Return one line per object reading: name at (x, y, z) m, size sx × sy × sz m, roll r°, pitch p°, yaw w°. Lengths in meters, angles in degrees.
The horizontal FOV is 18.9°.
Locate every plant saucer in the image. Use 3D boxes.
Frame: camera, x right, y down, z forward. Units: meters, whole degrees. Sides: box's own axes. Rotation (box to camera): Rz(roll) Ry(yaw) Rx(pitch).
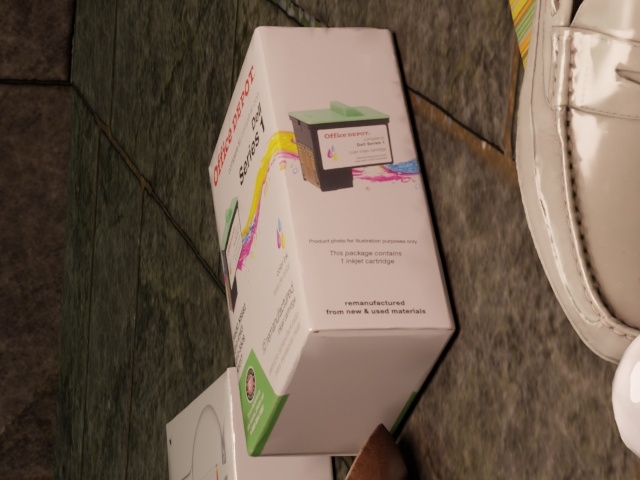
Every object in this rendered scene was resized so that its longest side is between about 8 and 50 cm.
plant saucer at (0.024, 0.234, 1.428) m, size 0.198 × 0.036 × 0.198 m, roll 21°, pitch -90°, yaw -81°

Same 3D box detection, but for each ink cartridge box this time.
ink cartridge box at (0.000, 0.000, 1.489) m, size 0.201 × 0.117 × 0.278 m, roll 114°, pitch 152°, yaw -54°

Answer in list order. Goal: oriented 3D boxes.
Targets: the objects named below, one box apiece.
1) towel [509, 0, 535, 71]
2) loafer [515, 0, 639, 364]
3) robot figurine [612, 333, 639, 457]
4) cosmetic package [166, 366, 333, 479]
towel at (0.140, -0.205, 1.199) m, size 0.102 × 0.021 × 0.237 m, roll 124°, pitch 144°, yaw -52°
loafer at (0.159, -0.098, 0.973) m, size 0.111 × 0.112 × 0.319 m, roll 120°, pitch 147°, yaw -74°
robot figurine at (0.231, 0.116, 0.429) m, size 0.353 × 0.200 × 0.300 m, roll 18°, pitch 103°, yaw 26°
cosmetic package at (-0.061, 0.324, 1.739) m, size 0.284 × 0.097 × 0.377 m, roll 131°, pitch 137°, yaw -69°
